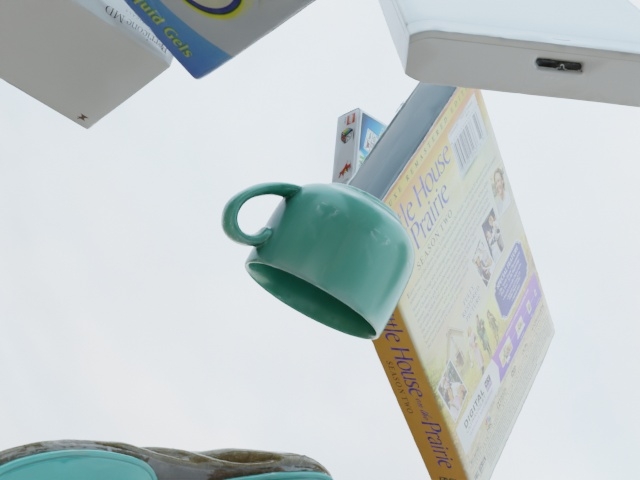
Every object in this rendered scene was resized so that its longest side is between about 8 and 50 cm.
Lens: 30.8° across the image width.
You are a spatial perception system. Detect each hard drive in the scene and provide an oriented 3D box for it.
[{"bbox_3d":[0.151,-0.174,0.903,0.203,0.307,0.040,6,-66,-5],"label":"hard drive"}]

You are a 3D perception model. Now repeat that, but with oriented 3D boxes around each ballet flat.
[{"bbox_3d":[-0.145,0.212,0.944,0.124,0.342,0.116,0,-94,54],"label":"ballet flat"}]

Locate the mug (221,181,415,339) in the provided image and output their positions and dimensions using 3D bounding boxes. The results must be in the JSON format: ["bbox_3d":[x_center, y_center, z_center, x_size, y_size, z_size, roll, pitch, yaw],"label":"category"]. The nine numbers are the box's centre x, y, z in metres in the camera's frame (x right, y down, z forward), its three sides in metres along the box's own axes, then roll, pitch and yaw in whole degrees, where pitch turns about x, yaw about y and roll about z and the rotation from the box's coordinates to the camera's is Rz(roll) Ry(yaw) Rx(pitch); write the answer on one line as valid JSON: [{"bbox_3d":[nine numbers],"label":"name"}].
[{"bbox_3d":[0.009,0.004,0.974,0.129,0.097,0.158,18,-19,35],"label":"mug"}]

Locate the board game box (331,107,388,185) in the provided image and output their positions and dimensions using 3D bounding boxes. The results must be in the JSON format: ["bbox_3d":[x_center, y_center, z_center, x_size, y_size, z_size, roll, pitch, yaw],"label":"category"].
[{"bbox_3d":[0.097,-0.028,1.775,0.193,0.305,0.053,27,-33,-37],"label":"board game box"}]

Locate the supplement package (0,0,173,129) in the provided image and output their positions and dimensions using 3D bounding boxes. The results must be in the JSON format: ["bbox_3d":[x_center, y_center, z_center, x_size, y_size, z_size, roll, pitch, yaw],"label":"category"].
[{"bbox_3d":[-0.209,-0.243,0.966,0.194,0.203,0.149,31,-33,-27],"label":"supplement package"}]

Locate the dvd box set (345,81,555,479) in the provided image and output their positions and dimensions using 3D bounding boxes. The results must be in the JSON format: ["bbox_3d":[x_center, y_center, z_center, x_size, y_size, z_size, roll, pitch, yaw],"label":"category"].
[{"bbox_3d":[0.156,0.052,1.354,0.062,0.307,0.420,0,-50,33],"label":"dvd box set"}]

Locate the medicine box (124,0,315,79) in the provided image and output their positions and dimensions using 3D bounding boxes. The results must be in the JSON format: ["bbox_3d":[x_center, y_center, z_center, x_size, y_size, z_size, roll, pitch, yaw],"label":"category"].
[{"bbox_3d":[-0.051,-0.279,0.693,0.263,0.149,0.289,48,-36,-15],"label":"medicine box"}]
